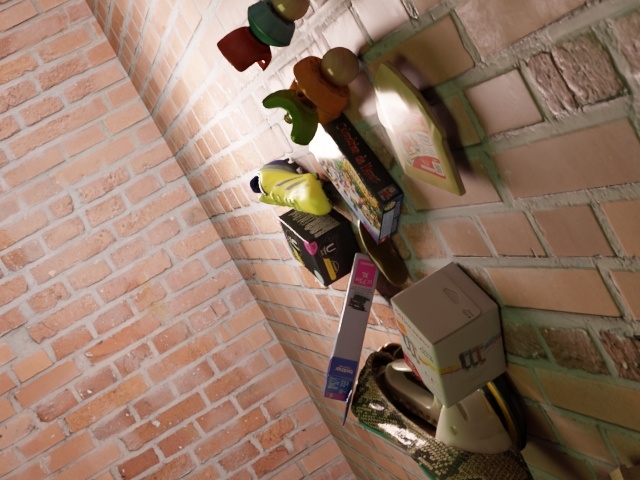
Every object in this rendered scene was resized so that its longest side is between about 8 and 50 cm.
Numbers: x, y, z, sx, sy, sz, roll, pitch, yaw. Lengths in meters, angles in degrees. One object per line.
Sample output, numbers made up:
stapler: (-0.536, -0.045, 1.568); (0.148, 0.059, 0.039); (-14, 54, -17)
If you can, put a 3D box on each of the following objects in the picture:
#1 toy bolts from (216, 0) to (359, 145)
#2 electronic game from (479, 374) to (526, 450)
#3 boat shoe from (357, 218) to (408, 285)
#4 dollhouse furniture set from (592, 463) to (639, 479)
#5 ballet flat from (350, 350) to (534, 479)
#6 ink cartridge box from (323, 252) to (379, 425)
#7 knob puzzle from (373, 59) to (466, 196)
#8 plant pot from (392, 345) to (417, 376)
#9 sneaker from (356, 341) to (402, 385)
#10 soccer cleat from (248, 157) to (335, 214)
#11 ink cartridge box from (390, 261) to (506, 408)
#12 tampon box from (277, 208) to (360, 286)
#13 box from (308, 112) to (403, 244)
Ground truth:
toy bolts: (-0.023, -0.297, 1.588); (0.228, 0.158, 0.218); (49, -153, 4)
electronic game: (0.288, 0.274, 1.754); (0.229, 0.048, 0.229); (54, 166, 20)
boat shoe: (0.108, 0.018, 1.849); (0.152, 0.056, 0.049); (62, 162, -13)
dollhouse furniture set: (0.395, 0.519, 1.447); (0.355, 0.174, 0.303); (91, 161, -67)
ballet flat: (0.207, 0.314, 1.743); (0.483, 0.164, 0.182); (27, 117, 56)
ink cartridge box: (0.058, 0.200, 1.994); (0.186, 0.065, 0.311); (96, -175, -69)
knob puzzle: (0.134, -0.167, 1.395); (0.213, 0.030, 0.213); (55, 167, 19)
plant pot: (0.197, 0.264, 2.034); (0.083, 0.083, 0.079); (48, 175, 42)
sneaker: (0.162, 0.288, 2.206); (0.106, 0.123, 0.290); (36, -177, 8)
soccer cleat: (-0.064, -0.098, 2.094); (0.289, 0.121, 0.093); (35, 152, 61)
ink cartridge box: (0.208, 0.152, 1.605); (0.128, 0.127, 0.176); (48, 162, 43)
tampon box: (0.000, 0.000, 2.111); (0.161, 0.101, 0.120); (40, 157, 56)
box: (0.058, -0.123, 1.749); (0.233, 0.044, 0.159); (55, 167, 20)
